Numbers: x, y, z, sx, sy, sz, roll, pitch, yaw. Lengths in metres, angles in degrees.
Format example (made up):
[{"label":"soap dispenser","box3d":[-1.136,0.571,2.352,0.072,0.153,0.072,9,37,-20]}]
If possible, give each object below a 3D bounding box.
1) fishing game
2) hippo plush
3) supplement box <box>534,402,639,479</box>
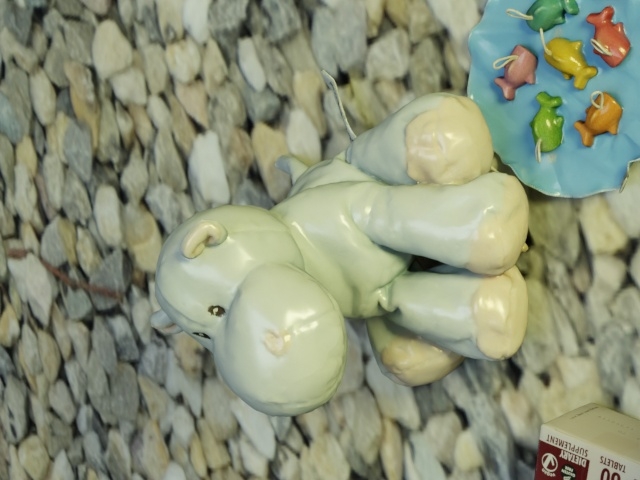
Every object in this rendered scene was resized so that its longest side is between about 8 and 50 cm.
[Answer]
[{"label":"fishing game","box3d":[0.174,-0.118,1.035,0.189,0.041,0.264,55,132,23]},{"label":"hippo plush","box3d":[0.000,0.000,1.072,0.294,0.236,0.234,54,140,21]},{"label":"supplement box","box3d":[0.220,0.257,1.047,0.130,0.073,0.239,19,112,40]}]
